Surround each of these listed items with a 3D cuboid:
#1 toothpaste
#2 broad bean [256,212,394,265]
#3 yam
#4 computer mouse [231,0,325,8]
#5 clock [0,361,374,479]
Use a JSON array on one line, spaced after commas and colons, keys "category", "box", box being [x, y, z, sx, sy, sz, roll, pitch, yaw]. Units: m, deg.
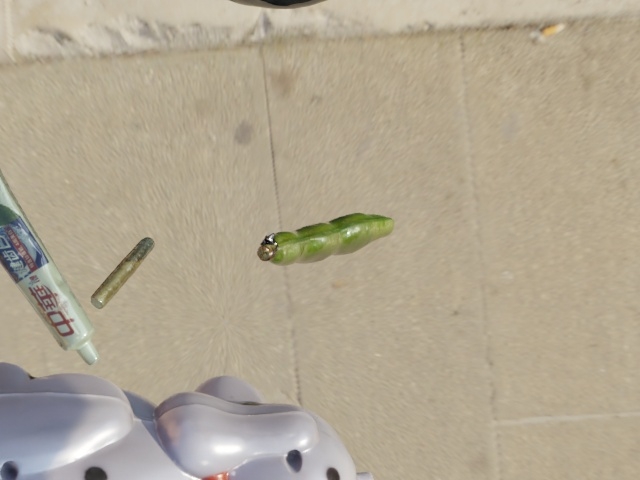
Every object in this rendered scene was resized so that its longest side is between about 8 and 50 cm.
[{"category": "toothpaste", "box": [-0.288, 0.025, 1.343, 0.060, 0.038, 0.233, -32, 94, 5]}, {"category": "broad bean", "box": [-0.001, 0.001, 1.489, 0.060, 0.297, 0.043, -30, 81, 31]}, {"category": "yam", "box": [-0.219, 0.035, 1.504, 0.021, 0.021, 0.116, 36, 47, -1]}, {"category": "computer mouse", "box": [-0.010, -0.307, 0.703, 0.203, 0.114, 0.374, 8, 95, 18]}, {"category": "clock", "box": [-0.093, 0.161, 0.878, 0.253, 0.189, 0.189, -7, 87, -15]}]
